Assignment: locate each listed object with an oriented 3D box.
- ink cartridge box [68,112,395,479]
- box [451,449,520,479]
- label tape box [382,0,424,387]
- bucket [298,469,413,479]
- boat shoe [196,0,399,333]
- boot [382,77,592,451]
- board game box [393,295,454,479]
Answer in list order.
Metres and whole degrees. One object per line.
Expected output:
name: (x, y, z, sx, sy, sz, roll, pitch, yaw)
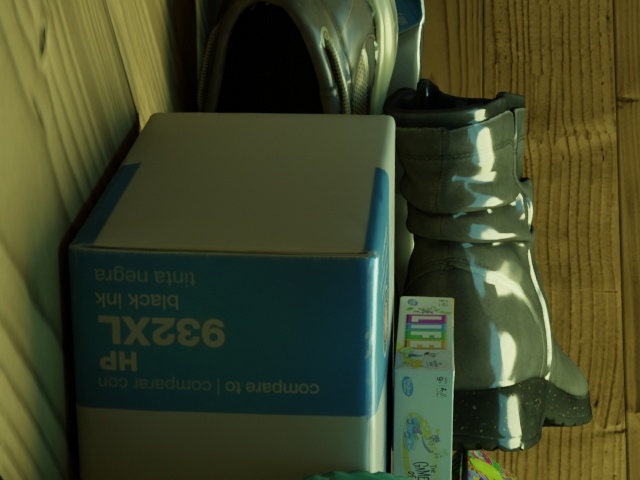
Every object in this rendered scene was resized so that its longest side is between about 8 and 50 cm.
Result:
ink cartridge box: (-0.031, 0.114, 0.873, 0.223, 0.129, 0.307, -80, 171, -71)
box: (0.062, 0.320, 1.086, 0.279, 0.177, 0.290, -49, -170, 17)
label tape box: (0.003, -0.075, 1.306, 0.249, 0.115, 0.347, -104, -168, -71)
bucket: (0.038, 0.227, 0.687, 0.183, 0.281, 0.281, 23, -61, 51)
boat shoe: (-0.031, -0.004, 1.119, 0.130, 0.132, 0.355, -39, 131, -62)
boot: (0.112, 0.012, 1.197, 0.338, 0.118, 0.222, 5, 83, -81)
board game box: (0.047, 0.114, 0.858, 0.103, 0.026, 0.154, -76, 167, -73)
